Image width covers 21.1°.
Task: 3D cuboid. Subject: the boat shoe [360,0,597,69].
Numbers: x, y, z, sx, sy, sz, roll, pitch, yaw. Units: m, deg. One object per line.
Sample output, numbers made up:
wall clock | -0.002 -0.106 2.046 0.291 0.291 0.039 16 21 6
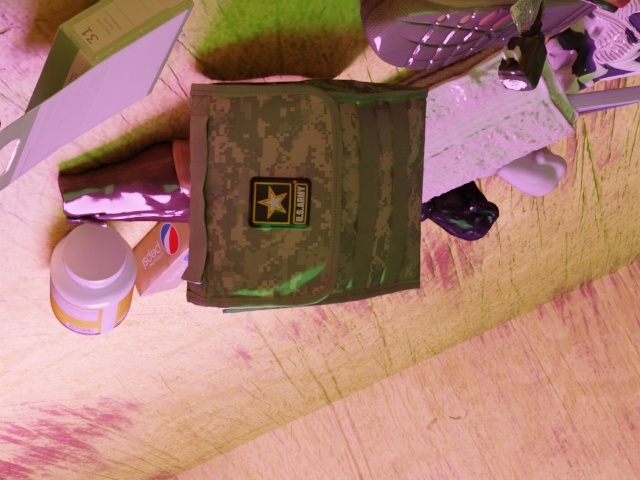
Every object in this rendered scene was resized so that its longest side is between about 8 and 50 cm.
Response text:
boat shoe | 0.145 -0.254 1.665 0.132 0.130 0.355 -32 170 37

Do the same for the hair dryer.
hair dryer | 0.257 -0.282 1.543 0.293 0.080 0.223 -54 161 -29

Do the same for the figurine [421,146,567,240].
figurine | 0.219 -0.082 2.481 0.215 0.092 0.209 -35 158 31

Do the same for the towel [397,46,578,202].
towel | 0.165 -0.139 2.100 0.282 0.049 0.187 -26 137 11

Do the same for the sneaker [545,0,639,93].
sneaker | 0.386 -0.259 2.100 0.153 0.094 0.235 -20 165 -24

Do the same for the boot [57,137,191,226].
boot | -0.189 -0.055 1.967 0.207 0.090 0.248 -11 166 -3

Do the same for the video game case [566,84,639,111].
video game case | 0.315 -0.174 2.294 0.212 0.023 0.193 -11 180 -43

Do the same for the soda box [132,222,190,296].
soda box | -0.179 0.005 2.182 0.061 0.058 0.181 -13 161 -38

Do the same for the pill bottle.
pill bottle | -0.275 0.043 2.073 0.103 0.103 0.184 -20 165 -16

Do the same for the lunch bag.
lunch bag | -0.025 -0.053 1.821 0.169 0.235 0.287 9 -168 41

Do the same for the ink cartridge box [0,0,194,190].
ink cartridge box | -0.228 -0.130 1.509 0.235 0.056 0.171 -36 173 -29
